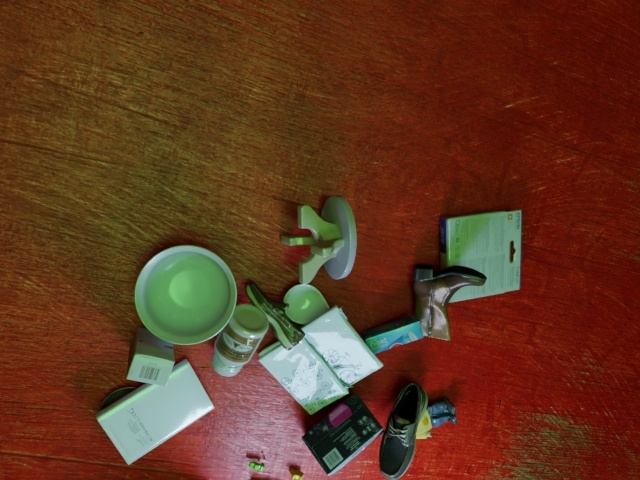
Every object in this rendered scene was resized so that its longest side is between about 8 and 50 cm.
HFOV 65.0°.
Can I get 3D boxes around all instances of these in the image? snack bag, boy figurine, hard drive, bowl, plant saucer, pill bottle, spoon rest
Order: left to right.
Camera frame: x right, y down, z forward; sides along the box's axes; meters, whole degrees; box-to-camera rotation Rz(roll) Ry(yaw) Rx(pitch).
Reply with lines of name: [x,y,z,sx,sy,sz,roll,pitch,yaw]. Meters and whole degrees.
plant saucer: [-0.617,0.544,1.612,0.168,0.029,0.169,-4,103,-18]
hard drive: [-0.521,0.545,1.610,0.307,0.040,0.203,-30,113,-21]
bowl: [-0.401,0.157,1.536,0.297,0.134,0.298,0,94,-6]
pill bottle: [-0.264,0.322,1.599,0.131,0.131,0.229,17,123,-21]
spoon rest: [-0.006,0.249,1.734,0.276,0.084,0.137,33,89,-23]
snack bag: [0.010,0.423,1.746,0.342,0.037,0.323,-33,111,10]
boy figurine: [0.388,0.701,1.958,0.285,0.092,0.177,-14,108,-18]

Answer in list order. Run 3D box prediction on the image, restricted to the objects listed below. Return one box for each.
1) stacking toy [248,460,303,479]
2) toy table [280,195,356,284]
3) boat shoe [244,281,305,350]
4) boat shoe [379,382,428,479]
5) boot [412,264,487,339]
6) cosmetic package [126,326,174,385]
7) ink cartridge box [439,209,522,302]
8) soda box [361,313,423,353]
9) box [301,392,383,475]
stacking toy: [-0.189,0.897,1.823,0.221,0.052,0.167,23,91,-20]
toy table: [0.000,0.000,1.619,0.160,0.252,0.274,-9,94,-34]
boat shoe: [-0.144,0.233,1.658,0.095,0.095,0.257,-36,95,0]
boat shoe: [0.288,0.679,1.834,0.355,0.132,0.130,-66,147,-30]
boot: [0.462,0.236,1.825,0.264,0.096,0.281,1,103,15]
cosmetic package: [-0.506,0.341,1.500,0.117,0.231,0.086,19,94,-22]
ink cartridge box: [0.610,0.053,1.913,0.330,0.071,0.324,-7,103,-19]
soda box: [0.262,0.343,1.832,0.210,0.067,0.071,-18,106,-2]
box: [0.085,0.692,1.790,0.247,0.142,0.163,-38,66,-8]
